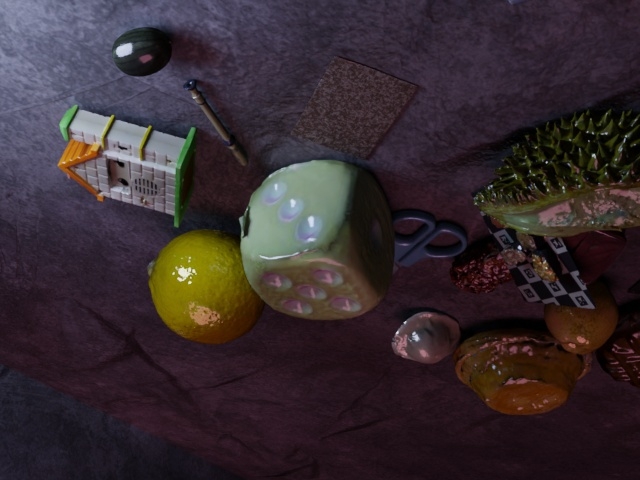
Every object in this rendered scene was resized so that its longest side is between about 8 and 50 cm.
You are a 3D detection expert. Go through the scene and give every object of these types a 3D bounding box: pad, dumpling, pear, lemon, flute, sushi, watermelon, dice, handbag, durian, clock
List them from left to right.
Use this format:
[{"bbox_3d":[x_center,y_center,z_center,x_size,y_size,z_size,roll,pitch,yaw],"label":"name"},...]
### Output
[{"bbox_3d":[-0.389,-0.159,1.480,0.256,0.106,0.219,16,147,-3],"label":"clock"},{"bbox_3d":[-0.295,-0.314,1.217,0.111,0.078,0.078,-9,144,27],"label":"watermelon"},{"bbox_3d":[-0.257,0.107,1.712,0.293,0.293,0.293,7,149,4],"label":"lemon"},{"bbox_3d":[-0.193,-0.218,1.394,0.027,0.027,0.233,-5,147,22],"label":"flute"},{"bbox_3d":[0.000,0.000,1.483,0.250,0.251,0.254,-6,144,23],"label":"dice"},{"bbox_3d":[0.055,-0.233,1.323,0.158,0.003,0.235,17,148,-13],"label":"pad"},{"bbox_3d":[0.292,0.252,1.970,0.111,0.181,0.155,30,137,39],"label":"dumpling"},{"bbox_3d":[0.400,0.027,1.431,0.193,0.043,0.279,0,124,60],"label":"sushi"},{"bbox_3d":[0.507,-0.013,1.438,0.147,0.135,0.225,16,151,1],"label":"handbag"},{"bbox_3d":[0.604,0.177,1.692,0.178,0.178,0.178,7,149,4],"label":"pear"},{"bbox_3d":[0.456,-0.108,1.267,0.395,0.163,0.198,-13,144,27],"label":"durian"}]

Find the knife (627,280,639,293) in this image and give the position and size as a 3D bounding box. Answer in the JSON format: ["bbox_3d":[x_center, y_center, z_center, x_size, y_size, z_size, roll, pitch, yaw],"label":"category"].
[{"bbox_3d":[0.770,0.068,1.616,0.072,0.019,0.245,7,152,-4],"label":"knife"}]

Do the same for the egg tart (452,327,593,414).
[{"bbox_3d":[0.556,0.369,2.011,0.388,0.168,0.387,3,147,2],"label":"egg tart"}]

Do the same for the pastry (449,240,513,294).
[{"bbox_3d":[0.376,0.058,1.630,0.115,0.097,0.208,36,142,-21],"label":"pastry"}]

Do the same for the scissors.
[{"bbox_3d":[0.168,0.058,1.742,0.193,0.029,0.447,19,147,-16],"label":"scissors"}]

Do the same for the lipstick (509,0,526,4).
[{"bbox_3d":[0.375,-0.377,0.946,0.274,0.061,0.068,-11,141,30],"label":"lipstick"}]

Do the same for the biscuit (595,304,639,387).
[{"bbox_3d":[0.829,0.271,1.835,0.268,0.115,0.366,-11,142,28],"label":"biscuit"}]
